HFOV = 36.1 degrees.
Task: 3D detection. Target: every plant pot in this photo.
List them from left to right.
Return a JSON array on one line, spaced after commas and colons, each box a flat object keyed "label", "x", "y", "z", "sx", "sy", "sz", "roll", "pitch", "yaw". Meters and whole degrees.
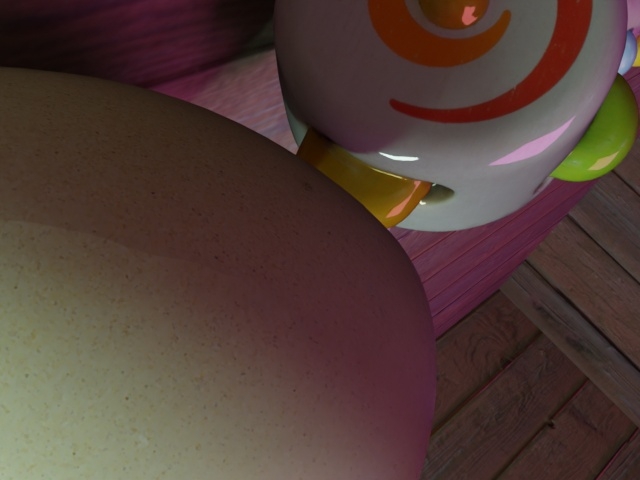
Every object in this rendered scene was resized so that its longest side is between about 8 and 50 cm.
[{"label": "plant pot", "x": -0.121, "y": 0.041, "z": 0.403, "sx": 0.284, "sy": 0.284, "sz": 0.191, "roll": -44, "pitch": 131, "yaw": 0}]

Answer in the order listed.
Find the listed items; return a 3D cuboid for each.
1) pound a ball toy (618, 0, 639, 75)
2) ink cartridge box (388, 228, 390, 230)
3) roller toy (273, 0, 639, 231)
[{"label": "pound a ball toy", "x": 0.271, "y": -0.203, "z": 0.993, "sx": 0.319, "sy": 0.136, "sz": 0.208, "roll": -26, "pitch": 158, "yaw": -50}, {"label": "ink cartridge box", "x": 0.000, "y": 0.000, "z": 1.004, "sx": 0.181, "sy": 0.056, "sz": 0.224, "roll": -41, "pitch": 168, "yaw": -13}, {"label": "roller toy", "x": 0.068, "y": -0.110, "z": 0.564, "sx": 0.209, "sy": 0.191, "sz": 0.146, "roll": -19, "pitch": 166, "yaw": -3}]
